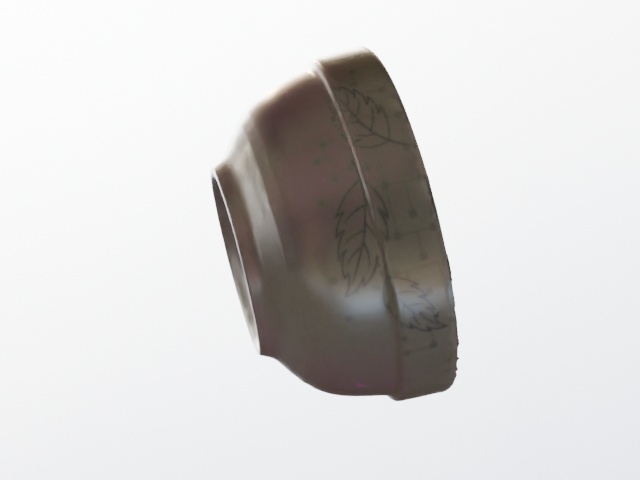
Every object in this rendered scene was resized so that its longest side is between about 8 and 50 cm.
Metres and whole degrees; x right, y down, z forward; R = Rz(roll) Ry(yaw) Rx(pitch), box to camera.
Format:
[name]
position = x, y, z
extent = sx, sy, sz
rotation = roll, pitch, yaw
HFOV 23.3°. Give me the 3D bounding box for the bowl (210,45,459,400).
[bowl]
position = 0.000, 0.000, 1.242
extent = 0.143, 0.287, 0.287
rotation = -15, -138, -7
